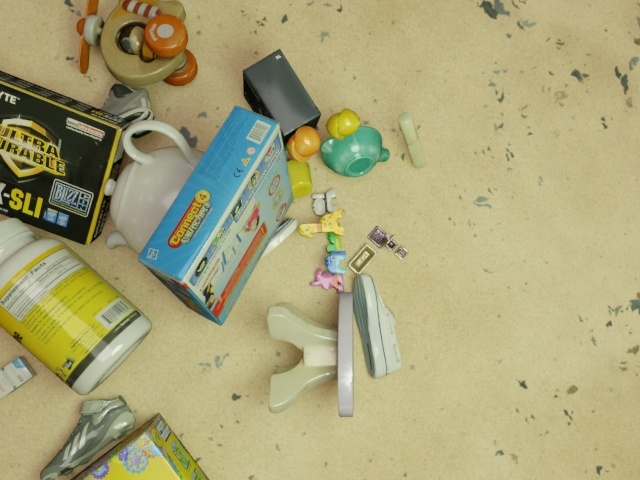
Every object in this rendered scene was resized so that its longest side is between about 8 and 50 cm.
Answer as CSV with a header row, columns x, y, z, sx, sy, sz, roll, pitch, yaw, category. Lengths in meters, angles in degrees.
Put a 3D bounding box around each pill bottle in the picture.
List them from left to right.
x,y,z,sx,sy,sz,roll,pitch,yaw,category
-0.505,0.119,1.126,0.334,0.188,0.188,42,82,-1,pill bottle

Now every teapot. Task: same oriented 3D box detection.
x,y,z,sx,sy,sz,roll,pitch,yaw,category
-0.316,-0.081,1.132,0.187,0.252,0.255,19,88,-13,teapot

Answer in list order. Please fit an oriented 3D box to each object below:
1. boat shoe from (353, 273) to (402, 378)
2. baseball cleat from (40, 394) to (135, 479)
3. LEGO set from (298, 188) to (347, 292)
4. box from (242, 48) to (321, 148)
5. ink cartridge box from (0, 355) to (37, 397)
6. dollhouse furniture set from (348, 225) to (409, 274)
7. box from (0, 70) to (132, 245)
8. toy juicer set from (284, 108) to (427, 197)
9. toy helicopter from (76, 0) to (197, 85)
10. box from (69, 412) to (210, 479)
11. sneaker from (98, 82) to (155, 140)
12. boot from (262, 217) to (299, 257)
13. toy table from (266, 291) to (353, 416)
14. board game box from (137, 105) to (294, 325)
x,y,z,sx,sy,sz,roll,pitch,yaw,category
0.124,0.177,1.264,0.076,0.083,0.226,-10,98,-20,boat shoe
-0.472,0.386,1.177,0.206,0.072,0.109,-32,76,-13,baseball cleat
0.000,0.000,1.251,0.093,0.087,0.227,-3,85,-8,LEGO set
-0.084,-0.283,1.228,0.093,0.158,0.155,-32,89,-9,box
-0.618,0.275,1.178,0.083,0.028,0.048,-36,90,-9,ink cartridge box
0.127,0.034,1.266,0.091,0.081,0.114,42,82,-2,dollhouse furniture set
-0.559,-0.165,1.148,0.322,0.079,0.257,22,111,-5,box
0.072,-0.207,1.223,0.329,0.209,0.089,-13,58,-9,toy juicer set
-0.404,-0.481,1.236,0.235,0.140,0.354,-12,75,-4,toy helicopter
-0.354,0.540,1.115,0.290,0.177,0.279,-36,90,-8,box
-0.449,-0.252,1.231,0.229,0.086,0.132,-18,59,8,sneaker
-0.140,-0.005,1.241,0.190,0.069,0.086,-39,96,-8,boot
-0.014,0.221,1.169,0.161,0.274,0.252,-1,119,3,toy table
-0.166,-0.029,1.064,0.086,0.302,0.308,25,72,11,board game box
